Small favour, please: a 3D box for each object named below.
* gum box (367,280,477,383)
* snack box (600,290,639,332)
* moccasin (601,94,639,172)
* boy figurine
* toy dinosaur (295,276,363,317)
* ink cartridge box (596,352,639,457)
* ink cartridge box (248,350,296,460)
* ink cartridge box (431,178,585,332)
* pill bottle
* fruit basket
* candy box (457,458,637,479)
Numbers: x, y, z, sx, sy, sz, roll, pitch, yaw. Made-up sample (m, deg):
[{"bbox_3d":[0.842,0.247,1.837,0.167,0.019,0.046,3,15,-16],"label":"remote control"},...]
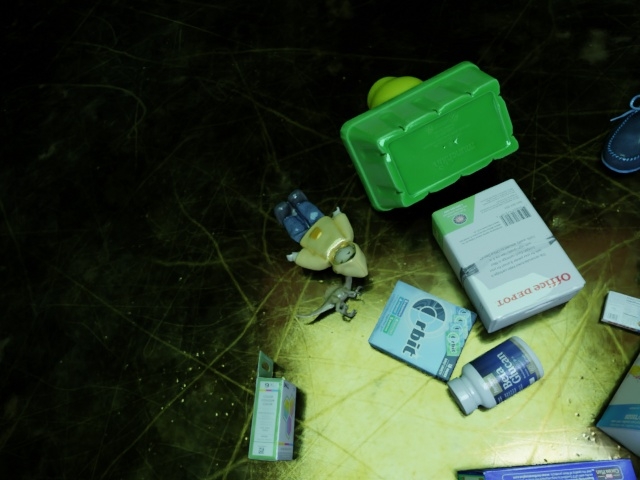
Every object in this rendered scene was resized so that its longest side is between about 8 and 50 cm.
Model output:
[{"bbox_3d":[0.221,0.195,1.012,0.184,0.041,0.157,22,72,22],"label":"gum box"},{"bbox_3d":[0.670,0.160,0.933,0.178,0.022,0.064,18,71,20],"label":"snack box"},{"bbox_3d":[0.782,-0.303,1.072,0.342,0.117,0.138,-45,64,-9],"label":"moccasin"},{"bbox_3d":[0.000,0.000,1.113,0.177,0.092,0.285,-39,53,-7],"label":"boy figurine"},{"bbox_3d":[0.038,0.142,1.085,0.183,0.053,0.093,-44,48,-17],"label":"toy dinosaur"},{"bbox_3d":[0.642,0.279,0.791,0.171,0.168,0.232,35,77,16],"label":"ink cartridge box"},{"bbox_3d":[-0.095,0.347,0.976,0.062,0.109,0.209,-3,64,11],"label":"ink cartridge box"},{"bbox_3d":[0.391,0.033,1.006,0.199,0.114,0.272,-23,62,2],"label":"ink cartridge box"},{"bbox_3d":[0.341,0.270,0.919,0.169,0.094,0.094,-30,62,-2],"label":"pill bottle"},{"bbox_3d":[0.238,-0.271,1.149,0.392,0.282,0.392,-24,20,9],"label":"fruit basket"},{"bbox_3d":[0.390,0.529,0.735,0.268,0.122,0.317,0,63,-7],"label":"candy box"}]
